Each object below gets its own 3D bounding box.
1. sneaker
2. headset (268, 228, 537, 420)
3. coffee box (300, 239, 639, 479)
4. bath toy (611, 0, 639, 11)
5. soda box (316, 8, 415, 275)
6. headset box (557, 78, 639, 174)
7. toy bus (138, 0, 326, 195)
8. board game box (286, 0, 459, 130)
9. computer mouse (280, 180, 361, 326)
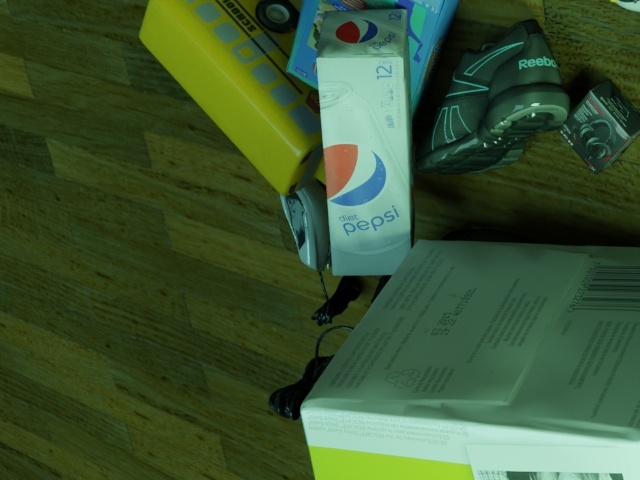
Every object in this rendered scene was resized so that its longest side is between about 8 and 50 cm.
[{"bbox_3d":[0.176,-0.140,1.937,0.267,0.101,0.106,147,118,-61],"label":"sneaker"},{"bbox_3d":[0.125,0.129,2.106,0.394,0.185,0.243,-13,106,43],"label":"headset"},{"bbox_3d":[0.219,0.225,1.844,0.338,0.337,0.334,2,120,26],"label":"coffee box"},{"bbox_3d":[0.341,-0.215,1.614,0.348,0.129,0.151,43,143,20],"label":"bath toy"},{"bbox_3d":[0.051,-0.100,1.984,0.091,0.098,0.286,0,128,6],"label":"soda box"},{"bbox_3d":[0.281,-0.114,1.854,0.062,0.032,0.083,52,147,10],"label":"headset box"},{"bbox_3d":[-0.051,-0.168,2.143,0.332,0.130,0.108,48,145,15],"label":"toy bus"},{"bbox_3d":[0.056,-0.229,2.007,0.160,0.047,0.210,33,138,15],"label":"board game box"},{"bbox_3d":[0.000,0.000,2.258,0.042,0.106,0.193,-13,98,30],"label":"computer mouse"}]
